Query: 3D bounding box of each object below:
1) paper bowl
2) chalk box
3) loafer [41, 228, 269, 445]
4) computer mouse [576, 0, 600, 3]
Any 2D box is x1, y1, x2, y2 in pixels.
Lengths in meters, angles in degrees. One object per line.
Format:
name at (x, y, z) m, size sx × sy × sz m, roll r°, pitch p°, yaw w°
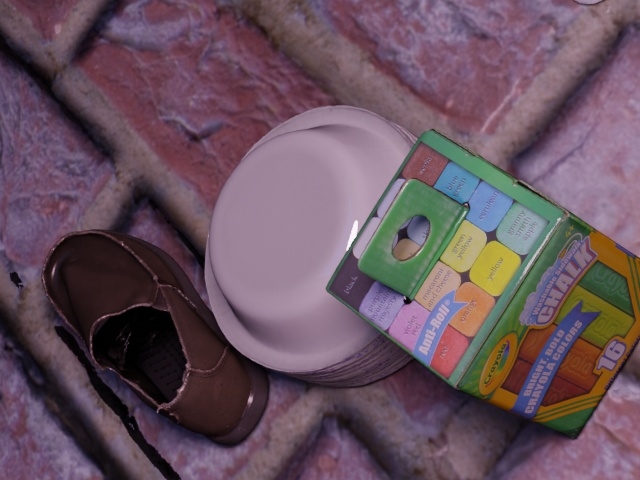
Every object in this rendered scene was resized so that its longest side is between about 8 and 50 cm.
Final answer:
paper bowl at (0.000, 0.000, 1.600) m, size 0.284 × 0.148 × 0.284 m, roll -12°, pitch 69°, yaw 32°
chalk box at (0.146, 0.032, 1.387) m, size 0.179 × 0.289 × 0.180 m, roll 37°, pitch 98°, yaw 39°
loafer at (-0.203, 0.084, 1.730) m, size 0.366 × 0.130 × 0.133 m, roll 34°, pitch 96°, yaw 39°
computer mouse at (0.306, -0.320, 1.548) m, size 0.193 × 0.042 × 0.106 m, roll -53°, pitch 53°, yaw 9°
